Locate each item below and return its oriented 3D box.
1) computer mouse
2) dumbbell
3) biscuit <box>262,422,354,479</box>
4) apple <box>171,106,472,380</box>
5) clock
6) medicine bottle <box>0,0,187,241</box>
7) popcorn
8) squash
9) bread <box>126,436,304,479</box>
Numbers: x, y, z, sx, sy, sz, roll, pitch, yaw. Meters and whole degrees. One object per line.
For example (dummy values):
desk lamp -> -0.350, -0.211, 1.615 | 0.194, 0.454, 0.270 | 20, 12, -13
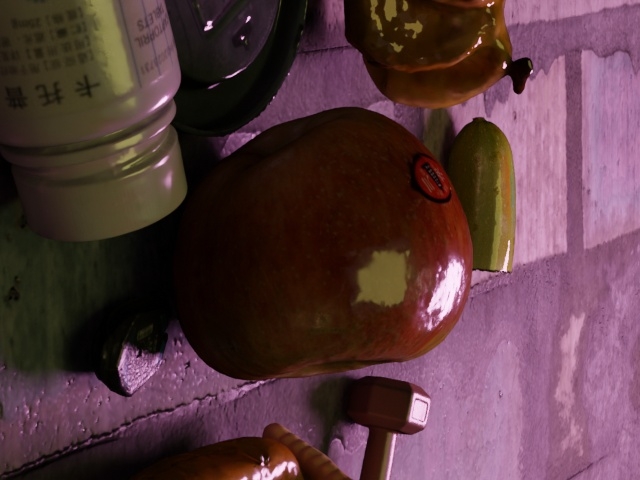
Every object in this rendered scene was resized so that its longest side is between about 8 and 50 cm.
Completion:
computer mouse -> -0.173, 0.091, 1.513 | 0.135, 0.047, 0.079 | -32, 133, -65
dumbbell -> 0.060, 0.268, 1.871 | 0.092, 0.082, 0.230 | 27, 72, -55
biscuit -> -0.005, 0.316, 1.686 | 0.030, 0.160, 0.249 | -20, 124, -31
apple -> 0.000, 0.000, 1.574 | 0.309, 0.278, 0.250 | 25, 57, -82
clock -> -0.118, -0.253, 1.533 | 0.319, 0.066, 0.318 | -10, 102, -57
medicine bottle -> -0.201, -0.157, 1.319 | 0.170, 0.170, 0.293 | -43, 130, -47
popcorn -> 0.108, -0.313, 1.717 | 0.297, 0.281, 0.315 | 106, 0, -68
squash -> 0.195, -0.054, 2.031 | 0.095, 0.095, 0.188 | 8, 88, -58
bread -> -0.126, 0.353, 1.532 | 0.337, 0.148, 0.328 | -26, 110, -60
